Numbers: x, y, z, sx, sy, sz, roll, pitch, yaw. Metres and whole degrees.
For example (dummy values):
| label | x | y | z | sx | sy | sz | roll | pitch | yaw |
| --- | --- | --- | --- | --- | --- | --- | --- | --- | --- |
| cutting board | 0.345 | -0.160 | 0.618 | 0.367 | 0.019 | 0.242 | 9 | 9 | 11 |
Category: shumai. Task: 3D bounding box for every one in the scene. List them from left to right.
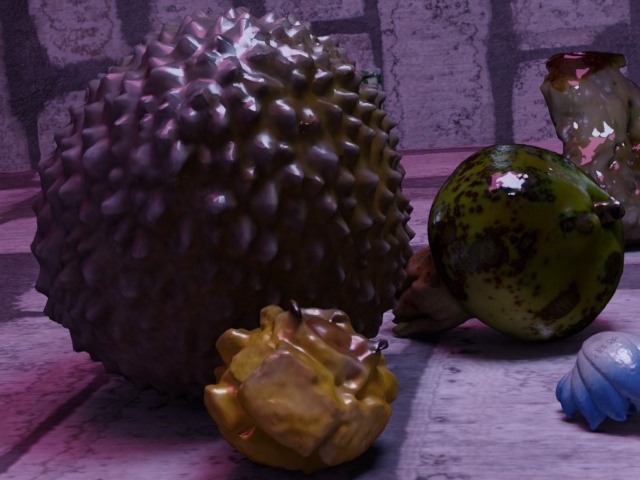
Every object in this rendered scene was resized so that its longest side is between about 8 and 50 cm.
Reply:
| label | x | y | z | sx | sy | sz | roll | pitch | yaw |
| --- | --- | --- | --- | --- | --- | --- | --- | --- | --- |
| shumai | 0.454 | -0.146 | 1.845 | 0.217 | 0.283 | 0.346 | 1 | 10 | 39 |

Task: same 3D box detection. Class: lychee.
| label | x | y | z | sx | sy | sz | roll | pitch | yaw |
| --- | --- | --- | --- | --- | --- | --- | --- | --- | --- |
| lychee | -0.090 | -0.028 | 1.190 | 0.380 | 0.380 | 0.432 | -8 | -31 | -16 |

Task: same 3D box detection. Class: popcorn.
| label | x | y | z | sx | sy | sz | roll | pitch | yaw |
| --- | --- | --- | --- | --- | --- | --- | --- | --- | --- |
| popcorn | -0.016 | 0.121 | 1.002 | 0.148 | 0.152 | 0.167 | 30 | 22 | 20 |

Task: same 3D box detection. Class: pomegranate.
| label | x | y | z | sx | sy | sz | roll | pitch | yaw |
| --- | --- | --- | --- | --- | --- | --- | --- | --- | --- |
| pomegranate | 0.190 | 0.026 | 1.315 | 0.276 | 0.222 | 0.204 | -37 | 18 | 4 |

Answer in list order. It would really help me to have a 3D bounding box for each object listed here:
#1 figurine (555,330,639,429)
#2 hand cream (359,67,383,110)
| label | x | y | z | sx | sy | sz | roll | pitch | yaw |
| --- | --- | --- | --- | --- | --- | --- | --- | --- | --- |
| figurine | 0.259 | 0.120 | 1.051 | 0.114 | 0.079 | 0.114 | -16 | 22 | 7 |
| hand cream | 0.074 | -0.126 | 1.911 | 0.059 | 0.276 | 0.095 | 4 | 14 | 42 |
